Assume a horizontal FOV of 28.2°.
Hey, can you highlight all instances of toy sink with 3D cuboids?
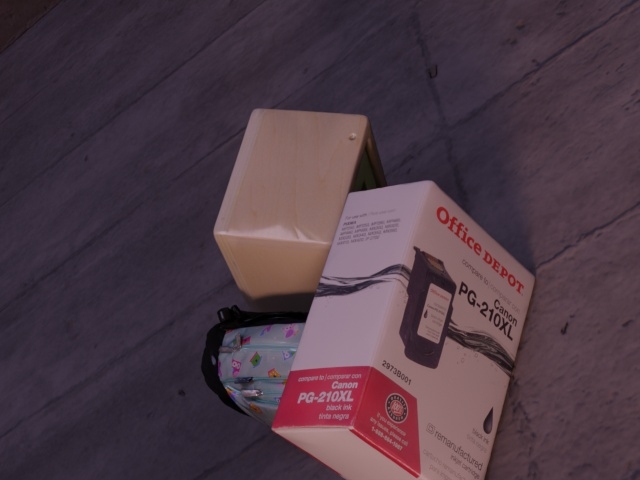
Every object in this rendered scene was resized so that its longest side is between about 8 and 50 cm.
[{"bbox_3d":[0.000,0.000,1.288,0.131,0.234,0.153,6,58,17],"label":"toy sink"}]

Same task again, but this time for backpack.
[{"bbox_3d":[-0.008,0.128,1.213,0.182,0.152,0.115,-4,72,43],"label":"backpack"}]

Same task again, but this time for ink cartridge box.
[{"bbox_3d":[0.078,0.092,1.102,0.100,0.172,0.237,-9,52,43],"label":"ink cartridge box"}]
